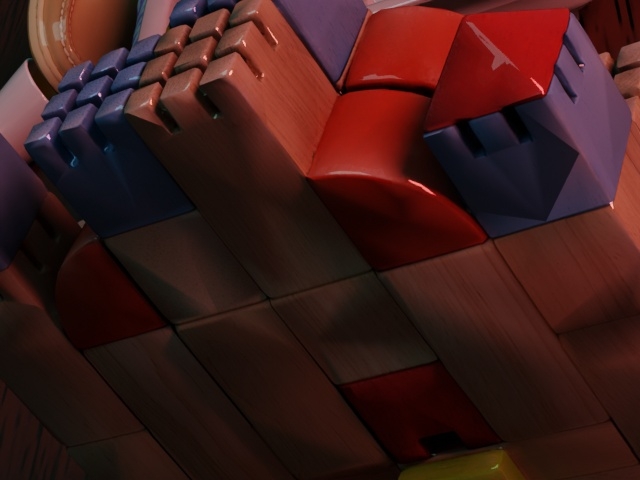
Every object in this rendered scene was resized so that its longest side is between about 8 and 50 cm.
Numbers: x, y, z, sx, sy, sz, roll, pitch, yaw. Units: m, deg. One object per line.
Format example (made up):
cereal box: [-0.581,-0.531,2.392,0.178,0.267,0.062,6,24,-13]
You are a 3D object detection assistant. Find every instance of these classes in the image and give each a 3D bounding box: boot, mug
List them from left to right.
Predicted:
mug: [-0.204,-0.082,1.268,0.064,0.078,0.062,-40,61,13]
boot: [-0.084,-0.212,1.281,0.203,0.095,0.262,-13,34,33]

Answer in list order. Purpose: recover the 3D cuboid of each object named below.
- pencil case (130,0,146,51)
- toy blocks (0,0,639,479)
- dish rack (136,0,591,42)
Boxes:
pencil case: [-0.078,-0.098,1.118,0.088,0.086,0.206,5,36,-5]
toy blocks: [0.000,0.000,0.705,0.381,0.261,0.191,-16,35,32]
dish rack: [0.041,-0.185,1.078,0.285,0.072,0.333,-15,32,11]
